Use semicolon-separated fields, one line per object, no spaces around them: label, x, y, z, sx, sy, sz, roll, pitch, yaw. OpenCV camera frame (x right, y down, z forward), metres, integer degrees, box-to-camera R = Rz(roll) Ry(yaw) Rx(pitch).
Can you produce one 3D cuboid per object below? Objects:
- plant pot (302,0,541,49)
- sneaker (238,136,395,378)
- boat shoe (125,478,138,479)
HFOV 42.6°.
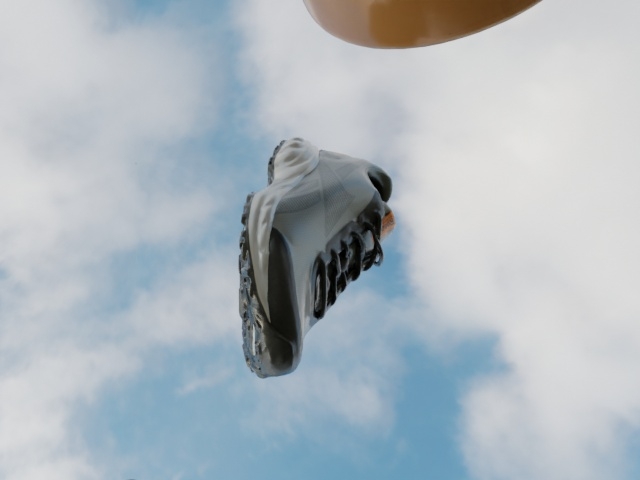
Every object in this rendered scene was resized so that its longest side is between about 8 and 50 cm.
plant pot;0.076;-0.327;0.646;0.291;0.291;0.203;-43;-41;-6
sneaker;0.000;-0.001;0.620;0.108;0.271;0.100;8;-57;6
boat shoe;-0.211;0.451;1.022;0.112;0.335;0.095;-24;-46;-2
